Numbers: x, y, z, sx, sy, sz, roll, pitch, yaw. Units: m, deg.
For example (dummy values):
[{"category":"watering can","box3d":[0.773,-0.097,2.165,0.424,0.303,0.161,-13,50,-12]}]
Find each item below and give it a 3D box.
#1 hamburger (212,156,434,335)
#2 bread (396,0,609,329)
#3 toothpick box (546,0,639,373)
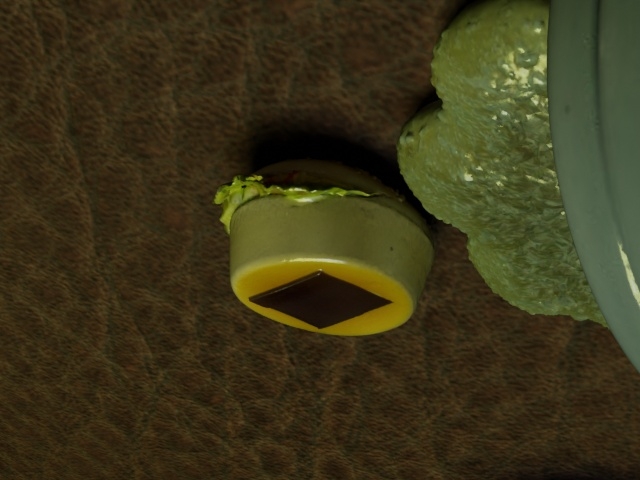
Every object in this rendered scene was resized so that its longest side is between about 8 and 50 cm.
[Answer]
[{"category":"hamburger","box3d":[0.000,0.000,0.730,0.141,0.081,0.126,17,153,-17]},{"category":"bread","box3d":[0.159,-0.011,0.648,0.286,0.056,0.207,30,146,-12]},{"category":"toothpick box","box3d":[0.268,-0.064,0.311,0.354,0.263,0.263,-5,141,48]}]
